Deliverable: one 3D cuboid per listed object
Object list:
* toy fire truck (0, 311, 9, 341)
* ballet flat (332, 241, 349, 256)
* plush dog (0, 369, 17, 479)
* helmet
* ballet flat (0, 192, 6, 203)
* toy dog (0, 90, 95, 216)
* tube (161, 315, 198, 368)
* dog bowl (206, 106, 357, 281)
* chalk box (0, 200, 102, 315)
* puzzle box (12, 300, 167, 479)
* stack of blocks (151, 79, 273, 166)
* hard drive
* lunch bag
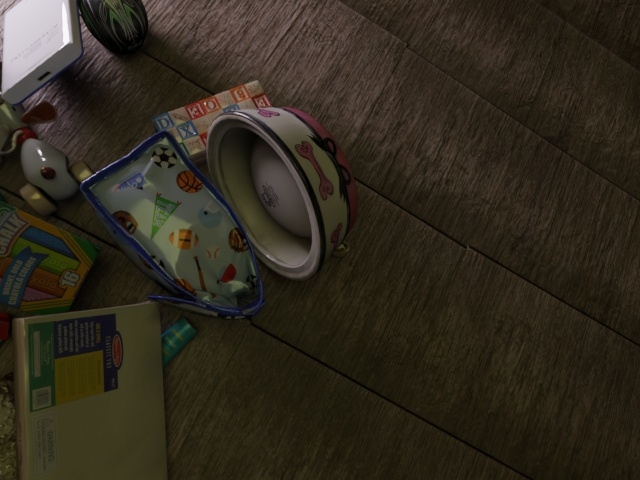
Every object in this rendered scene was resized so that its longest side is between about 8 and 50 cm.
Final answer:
[{"bbox_3d":[-0.755,0.238,0.894,0.135,0.047,0.192,21,95,-42],"label":"toy fire truck"},{"bbox_3d":[0.000,0.000,1.144,0.168,0.052,0.057,14,74,-10],"label":"ballet flat"},{"bbox_3d":[-0.624,0.401,0.859,0.262,0.210,0.225,-26,99,10],"label":"plush dog"},{"bbox_3d":[-0.527,-0.580,1.094,0.169,0.161,0.169,3,76,-13],"label":"helmet"},{"bbox_3d":[-0.751,0.000,0.956,0.077,0.077,0.231,-12,82,1],"label":"ballet flat"},{"bbox_3d":[-0.666,-0.211,0.975,0.333,0.161,0.220,33,71,-5],"label":"toy dog"},{"bbox_3d":[-0.380,0.268,0.997,0.080,0.052,0.207,44,77,8],"label":"tube"},{"bbox_3d":[-0.085,-0.117,0.983,0.150,0.408,0.408,-34,87,-31],"label":"dog bowl"},{"bbox_3d":[-0.639,0.025,0.848,0.289,0.180,0.179,36,67,-43],"label":"chalk box"},{"bbox_3d":[-0.441,0.337,0.849,0.272,0.052,0.409,2,83,-54],"label":"puzzle box"},{"bbox_3d":[-0.260,-0.282,1.128,0.297,0.087,0.171,-27,85,-18],"label":"stack of blocks"},{"bbox_3d":[-0.653,-0.482,0.999,0.210,0.040,0.319,-30,60,11],"label":"hard drive"},{"bbox_3d":[-0.285,0.025,0.925,0.239,0.328,0.385,-43,93,-19],"label":"lunch bag"}]
